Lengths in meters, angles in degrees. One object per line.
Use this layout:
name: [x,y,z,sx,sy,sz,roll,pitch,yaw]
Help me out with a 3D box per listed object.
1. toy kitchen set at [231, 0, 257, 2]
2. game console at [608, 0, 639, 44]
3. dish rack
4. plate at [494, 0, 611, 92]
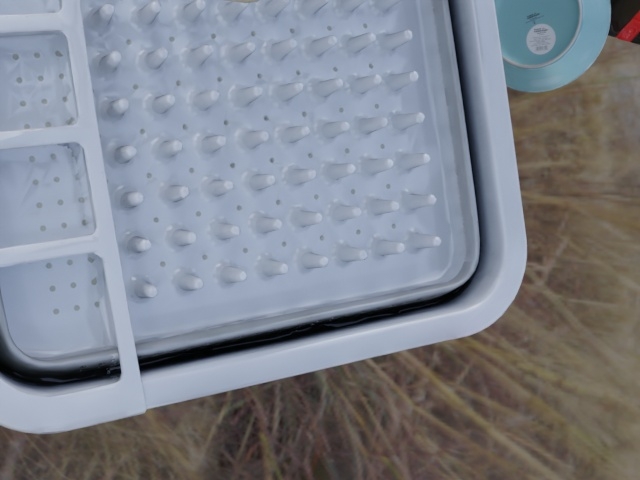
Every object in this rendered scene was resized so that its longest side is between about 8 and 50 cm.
toy kitchen set: [0.007,-0.164,0.314,0.207,0.166,0.122,-2,133,-39]
game console: [0.521,-0.425,1.373,0.342,0.386,0.060,10,57,-18]
dish rack: [-0.052,-0.065,0.537,0.333,0.072,0.285,-9,92,-23]
plate: [0.273,-0.283,1.238,0.024,0.188,0.188,-10,100,-58]
